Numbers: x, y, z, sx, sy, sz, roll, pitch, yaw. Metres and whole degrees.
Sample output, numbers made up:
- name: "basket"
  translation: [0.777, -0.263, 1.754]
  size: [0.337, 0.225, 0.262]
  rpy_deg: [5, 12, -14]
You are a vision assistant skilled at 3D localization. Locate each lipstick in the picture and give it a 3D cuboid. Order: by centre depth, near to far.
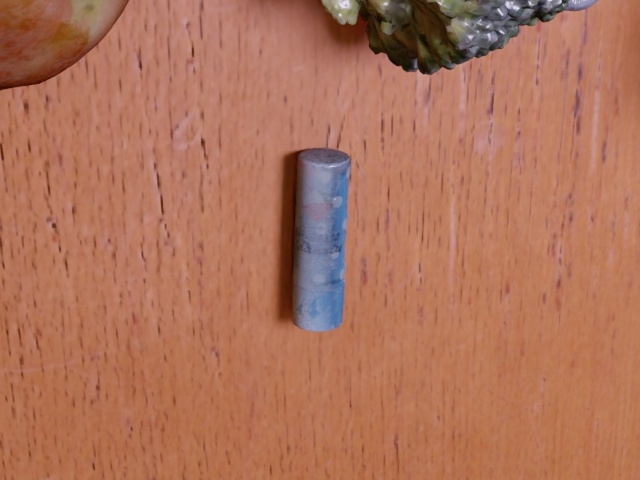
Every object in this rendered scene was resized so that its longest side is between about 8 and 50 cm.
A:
- name: "lipstick"
  translation: [0.000, 0.000, 0.963]
  size: [0.048, 0.048, 0.158]
  rpy_deg: [-5, 113, -18]

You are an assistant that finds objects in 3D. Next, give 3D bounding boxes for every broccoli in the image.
- name: "broccoli"
  translation: [0.106, -0.271, 0.793]
  size: [0.245, 0.248, 0.288]
  rpy_deg: [34, 90, -6]

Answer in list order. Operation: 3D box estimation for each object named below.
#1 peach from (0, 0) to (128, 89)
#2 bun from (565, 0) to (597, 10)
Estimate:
- name: "peach"
  translation: [-0.242, -0.222, 0.702]
  size: [0.232, 0.256, 0.232]
  rpy_deg: [-45, 147, -41]
- name: "bun"
  translation: [0.214, -0.236, 0.940]
  size: [0.083, 0.045, 0.083]
  rpy_deg: [-9, 116, -19]
